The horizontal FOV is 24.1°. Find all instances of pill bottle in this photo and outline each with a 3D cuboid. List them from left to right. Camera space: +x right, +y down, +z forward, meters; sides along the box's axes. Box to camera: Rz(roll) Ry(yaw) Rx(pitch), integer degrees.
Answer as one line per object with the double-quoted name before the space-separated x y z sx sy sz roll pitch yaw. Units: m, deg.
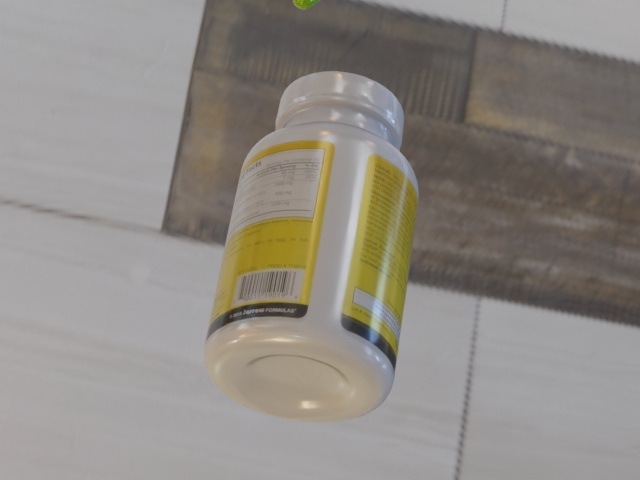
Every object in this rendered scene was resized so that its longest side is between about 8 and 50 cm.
"pill bottle" 0.000 0.000 0.836 0.103 0.103 0.184 14 57 -6

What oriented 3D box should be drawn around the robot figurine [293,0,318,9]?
"robot figurine" -0.016 -0.204 0.981 0.115 0.067 0.101 -19 110 16
